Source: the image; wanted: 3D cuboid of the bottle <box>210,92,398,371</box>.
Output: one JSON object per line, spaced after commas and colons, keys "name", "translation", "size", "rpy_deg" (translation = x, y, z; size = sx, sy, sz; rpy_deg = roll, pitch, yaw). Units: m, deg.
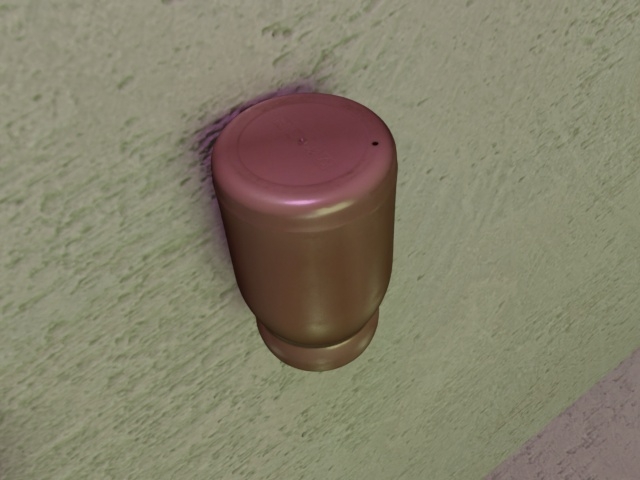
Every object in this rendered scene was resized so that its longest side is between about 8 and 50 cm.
{"name": "bottle", "translation": [0.000, 0.000, 0.788], "size": [0.296, 0.173, 0.206], "rpy_deg": [84, 26, -46]}
